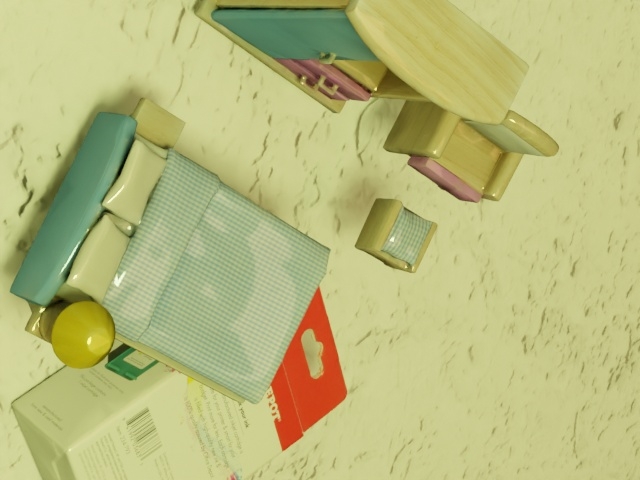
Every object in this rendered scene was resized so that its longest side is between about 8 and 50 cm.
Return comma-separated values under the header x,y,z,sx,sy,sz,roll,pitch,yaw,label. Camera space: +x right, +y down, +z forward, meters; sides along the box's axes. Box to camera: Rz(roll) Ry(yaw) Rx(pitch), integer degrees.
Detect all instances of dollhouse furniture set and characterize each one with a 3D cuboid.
x,y,z,sx,sy,sz,roll,pitch,yaw,label
0.000,0.000,1.225,0.286,0.198,0.303,33,79,-31,dollhouse furniture set

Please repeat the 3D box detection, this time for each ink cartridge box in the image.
x,y,z,sx,sy,sz,roll,pitch,yaw,label
-0.098,0.119,1.362,0.231,0.078,0.134,-34,132,-25,ink cartridge box
